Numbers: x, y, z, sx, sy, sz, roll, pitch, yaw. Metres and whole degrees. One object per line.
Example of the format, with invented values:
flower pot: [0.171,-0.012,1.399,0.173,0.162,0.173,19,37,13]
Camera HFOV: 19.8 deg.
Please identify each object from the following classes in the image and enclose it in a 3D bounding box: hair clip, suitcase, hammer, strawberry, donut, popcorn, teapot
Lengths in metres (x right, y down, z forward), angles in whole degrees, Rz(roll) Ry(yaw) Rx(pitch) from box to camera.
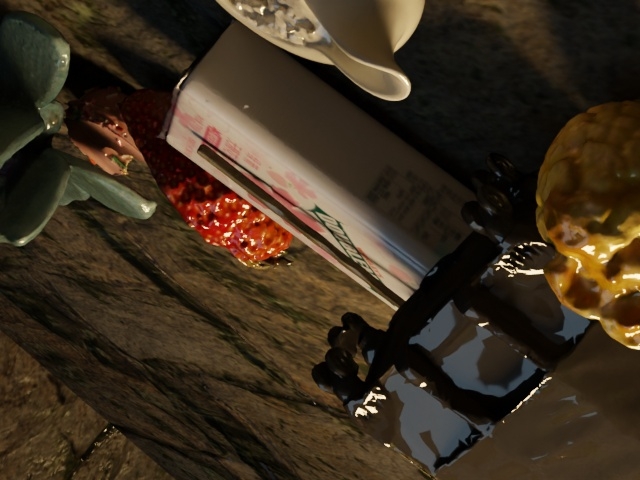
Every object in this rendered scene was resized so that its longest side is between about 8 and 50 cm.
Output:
hair clip: [-0.387,-0.096,2.020,0.318,0.238,0.392,24,146,45]
suitcase: [0.239,0.141,1.578,0.434,0.194,0.283,37,120,-7]
hammer: [0.000,0.000,1.723,0.292,0.029,0.058,38,161,4]
strawberry: [-0.102,-0.078,1.944,0.236,0.107,0.175,44,-163,-21]
donut: [-0.238,-0.131,2.089,0.117,0.065,0.166,40,160,-15]
popcorn: [0.238,-0.016,1.375,0.180,0.180,0.170,48,-174,-33]
teapot: [-0.038,-0.216,1.406,0.300,0.165,0.208,16,167,23]

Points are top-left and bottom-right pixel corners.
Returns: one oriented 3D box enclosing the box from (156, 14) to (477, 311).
box: [0.019,-0.056,1.762,0.370,0.112,0.190,38,161,0]
